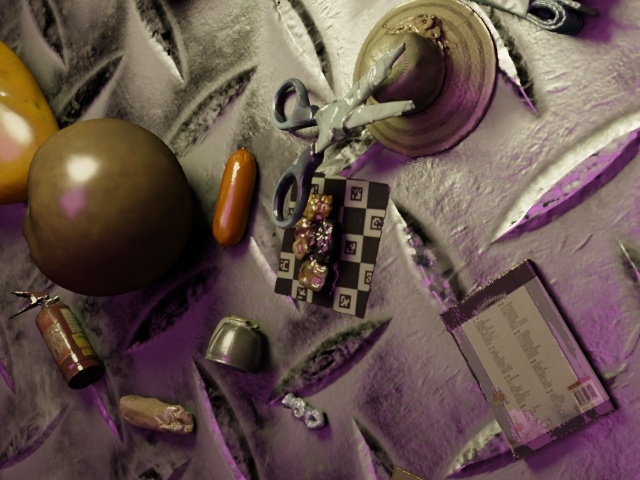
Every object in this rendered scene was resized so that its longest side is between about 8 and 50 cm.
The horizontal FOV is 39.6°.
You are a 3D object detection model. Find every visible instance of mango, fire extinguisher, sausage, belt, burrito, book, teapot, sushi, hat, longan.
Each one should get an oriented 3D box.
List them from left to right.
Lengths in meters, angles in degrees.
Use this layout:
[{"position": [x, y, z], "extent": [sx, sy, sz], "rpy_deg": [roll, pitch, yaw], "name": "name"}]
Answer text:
[{"position": [-0.692, -0.249, 1.835], "extent": [0.446, 0.232, 0.300], "rpy_deg": [39, 105, 24], "name": "mango"}, {"position": [-0.531, 0.179, 1.761], "extent": [0.252, 0.106, 0.075], "rpy_deg": [53, 136, 26], "name": "fire extinguisher"}, {"position": [-0.370, -0.054, 1.543], "extent": [0.319, 0.319, 0.319], "rpy_deg": [-2, 86, 36], "name": "longan"}, {"position": [-0.305, 0.317, 1.624], "extent": [0.188, 0.045, 0.058], "rpy_deg": [2, 82, 38], "name": "burrito"}, {"position": [-0.151, 0.169, 1.495], "extent": [0.124, 0.092, 0.091], "rpy_deg": [12, 78, 30], "name": "teapot"}, {"position": [-0.148, -0.070, 1.527], "extent": [0.062, 0.054, 0.183], "rpy_deg": [15, 94, 8], "name": "sausage"}, {"position": [0.000, 0.000, 1.415], "extent": [0.192, 0.050, 0.215], "rpy_deg": [13, 95, 36], "name": "sushi"}, {"position": [0.121, -0.249, 1.305], "extent": [0.252, 0.110, 0.252], "rpy_deg": [-2, 86, 35], "name": "hat"}, {"position": [0.244, -0.366, 1.244], "extent": [0.302, 0.072, 0.087], "rpy_deg": [31, 108, 33], "name": "belt"}, {"position": [0.279, 0.162, 1.220], "extent": [0.157, 0.026, 0.231], "rpy_deg": [-36, 68, 26], "name": "book"}]

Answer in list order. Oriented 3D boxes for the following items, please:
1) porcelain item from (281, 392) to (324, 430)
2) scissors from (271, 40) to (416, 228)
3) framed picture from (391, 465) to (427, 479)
[{"position": [-0.025, 0.277, 1.431], "extent": [0.083, 0.028, 0.036], "rpy_deg": [27, 101, 33], "name": "porcelain item"}, {"position": [0.022, -0.173, 1.327], "extent": [0.383, 0.029, 0.256], "rpy_deg": [-21, 65, 55], "name": "scissors"}, {"position": [0.142, 0.453, 1.310], "extent": [0.136, 0.010, 0.201], "rpy_deg": [18, 98, 35], "name": "framed picture"}]
